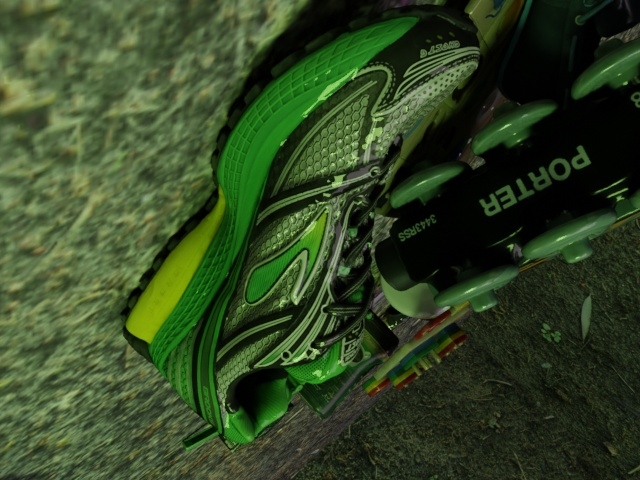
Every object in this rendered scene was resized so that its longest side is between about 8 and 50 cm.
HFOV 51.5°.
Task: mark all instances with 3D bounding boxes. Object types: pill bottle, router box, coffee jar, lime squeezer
[{"bbox_3d":[0.170,0.065,1.041,0.121,0.121,0.216,-46,164,5],"label":"pill bottle"},{"bbox_3d":[-0.103,0.293,1.084,0.092,0.038,0.122,-46,163,4],"label":"router box"},{"bbox_3d":[0.038,0.197,1.089,0.184,0.096,0.079,-41,166,-10],"label":"coffee jar"},{"bbox_3d":[-0.054,0.197,0.943,0.310,0.059,0.110,-44,164,0],"label":"lime squeezer"}]

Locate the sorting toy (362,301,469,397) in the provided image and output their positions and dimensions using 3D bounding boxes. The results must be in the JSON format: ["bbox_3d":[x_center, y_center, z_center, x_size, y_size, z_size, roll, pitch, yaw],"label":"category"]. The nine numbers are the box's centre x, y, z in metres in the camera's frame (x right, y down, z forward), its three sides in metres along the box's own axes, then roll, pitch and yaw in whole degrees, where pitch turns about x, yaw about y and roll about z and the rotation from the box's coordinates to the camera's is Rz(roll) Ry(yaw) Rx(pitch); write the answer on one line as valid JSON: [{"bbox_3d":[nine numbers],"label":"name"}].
[{"bbox_3d":[0.165,0.164,1.001,0.132,0.046,0.274,-27,161,-32],"label":"sorting toy"}]

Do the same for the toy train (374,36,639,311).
[{"bbox_3d":[0.206,-0.047,0.574,0.334,0.142,0.190,-32,165,30],"label":"toy train"}]

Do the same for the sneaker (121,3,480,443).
[{"bbox_3d":[0.000,0.000,0.451,0.134,0.146,0.343,-19,149,-55],"label":"sneaker"}]

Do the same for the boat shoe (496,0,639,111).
[{"bbox_3d":[0.225,-0.201,0.527,0.109,0.089,0.258,-45,160,-19],"label":"boat shoe"}]

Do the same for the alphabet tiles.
[{"bbox_3d":[0.159,-0.162,0.607,0.343,0.011,0.285,-56,160,13],"label":"alphabet tiles"}]

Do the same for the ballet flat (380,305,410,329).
[{"bbox_3d":[0.176,0.118,1.335,0.173,0.049,0.057,-43,-152,-3],"label":"ballet flat"}]
